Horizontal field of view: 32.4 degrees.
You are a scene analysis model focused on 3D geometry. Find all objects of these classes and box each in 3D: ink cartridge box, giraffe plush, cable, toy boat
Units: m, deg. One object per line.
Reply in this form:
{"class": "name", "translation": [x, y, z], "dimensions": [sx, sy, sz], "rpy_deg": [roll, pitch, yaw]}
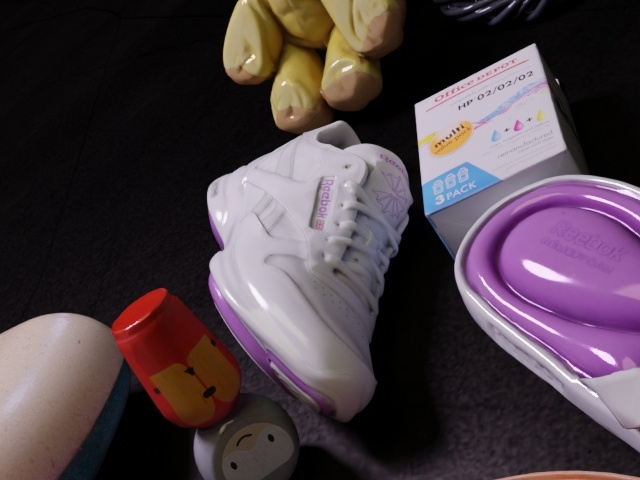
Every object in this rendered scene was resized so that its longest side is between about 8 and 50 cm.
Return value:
{"class": "ink cartridge box", "translation": [0.128, -0.072, 0.793], "dimensions": [0.104, 0.062, 0.181], "rpy_deg": [-25, 33, 19]}
{"class": "giraffe plush", "translation": [0.009, -0.220, 1.039], "dimensions": [0.181, 0.210, 0.170], "rpy_deg": [-30, -3, 32]}
{"class": "cable", "translation": [0.175, -0.247, 1.001], "dimensions": [0.184, 0.047, 0.151], "rpy_deg": [-3, 50, 38]}
{"class": "toy boat", "translation": [-0.169, 0.146, 0.745], "dimensions": [0.318, 0.148, 0.267], "rpy_deg": [-25, 21, 30]}

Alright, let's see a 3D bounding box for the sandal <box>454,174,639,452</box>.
{"class": "sandal", "translation": [0.202, 0.039, 0.530], "dimensions": [0.169, 0.102, 0.416], "rpy_deg": [-50, 35, -17]}

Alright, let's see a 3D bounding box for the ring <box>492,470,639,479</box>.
{"class": "ring", "translation": [0.074, 0.246, 0.461], "dimensions": [0.336, 0.032, 0.337], "rpy_deg": [-25, 34, 18]}

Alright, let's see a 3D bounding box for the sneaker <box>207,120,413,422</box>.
{"class": "sneaker", "translation": [0.000, 0.000, 0.776], "dimensions": [0.152, 0.114, 0.305], "rpy_deg": [-34, 31, 8]}
